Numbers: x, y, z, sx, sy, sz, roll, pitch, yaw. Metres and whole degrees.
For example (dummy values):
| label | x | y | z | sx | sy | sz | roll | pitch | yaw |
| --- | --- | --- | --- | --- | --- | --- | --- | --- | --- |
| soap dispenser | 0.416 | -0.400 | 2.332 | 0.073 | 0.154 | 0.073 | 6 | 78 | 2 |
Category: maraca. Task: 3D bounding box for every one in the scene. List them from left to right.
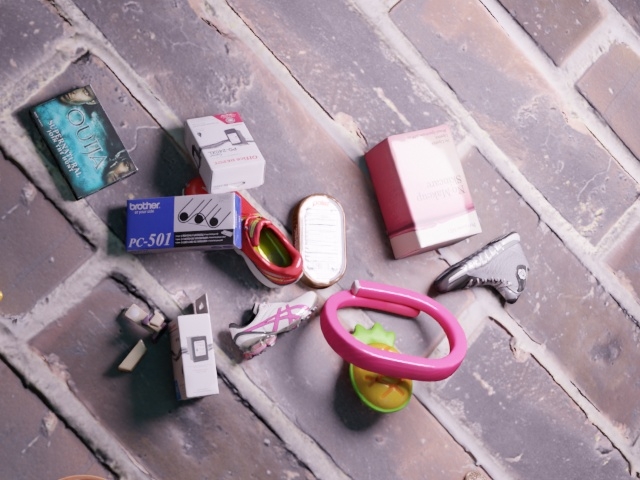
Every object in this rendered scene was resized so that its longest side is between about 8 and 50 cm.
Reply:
| label | x | y | z | sx | sy | sz | roll | pitch | yaw |
| --- | --- | --- | --- | --- | --- | --- | --- | --- | --- |
| maraca | 0.112 | 0.243 | 1.861 | 0.127 | 0.099 | 0.186 | 0 | 59 | -25 |

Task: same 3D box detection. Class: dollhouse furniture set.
| label | x | y | z | sx | sy | sz | roll | pitch | yaw |
| --- | --- | --- | --- | --- | --- | --- | --- | --- | --- |
| dollhouse furniture set | -0.342 | 0.168 | 1.727 | 0.081 | 0.091 | 0.114 | 35 | 72 | 6 |

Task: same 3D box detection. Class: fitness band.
| label | x | y | z | sx | sy | sz | roll | pitch | yaw |
| --- | --- | --- | --- | --- | --- | --- | --- | --- | --- |
| fitness band | 0.141 | 0.171 | 1.845 | 0.290 | 0.054 | 0.209 | 12 | 36 | -17 |

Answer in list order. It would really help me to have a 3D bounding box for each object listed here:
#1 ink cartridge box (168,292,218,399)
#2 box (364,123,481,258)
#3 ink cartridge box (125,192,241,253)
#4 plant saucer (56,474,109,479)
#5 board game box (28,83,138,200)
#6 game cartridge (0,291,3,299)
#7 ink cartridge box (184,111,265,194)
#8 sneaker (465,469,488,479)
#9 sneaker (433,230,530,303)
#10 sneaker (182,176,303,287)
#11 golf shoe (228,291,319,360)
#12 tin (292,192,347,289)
| label | x | y | z | sx | sy | sz | roll | pitch | yaw |
| --- | --- | --- | --- | --- | --- | --- | --- | --- | --- |
| ink cartridge box | -0.232 | 0.192 | 1.741 | 0.060 | 0.104 | 0.180 | -5 | 80 | -19 |
| box | 0.204 | -0.097 | 1.947 | 0.148 | 0.127 | 0.232 | -15 | 84 | -22 |
| ink cartridge box | -0.249 | -0.030 | 1.761 | 0.207 | 0.046 | 0.097 | -4 | 78 | 12 |
| plant saucer | -0.398 | 0.489 | 1.616 | 0.200 | 0.037 | 0.200 | 12 | 47 | -13 |
| board game box | -0.436 | -0.182 | 1.789 | 0.126 | 0.026 | 0.186 | -29 | 89 | -22 |
| game cartridge | -0.745 | 0.120 | 1.605 | 0.285 | 0.052 | 0.324 | 42 | 66 | -7 |
| ink cartridge box | -0.180 | -0.165 | 1.821 | 0.109 | 0.063 | 0.150 | -12 | 50 | -23 |
| sneaker | 0.328 | 0.510 | 1.915 | 0.042 | 0.067 | 0.118 | -35 | 62 | -20 |
| sneaker | 0.347 | 0.084 | 1.985 | 0.228 | 0.086 | 0.132 | -29 | 92 | -24 |
| sneaker | -0.134 | -0.029 | 1.813 | 0.279 | 0.118 | 0.107 | 41 | 68 | -4 |
| golf shoe | -0.085 | 0.142 | 1.824 | 0.186 | 0.067 | 0.086 | -35 | 90 | -22 |
| tin | 0.000 | 0.000 | 1.904 | 0.106 | 0.040 | 0.190 | 3 | 77 | -24 |
